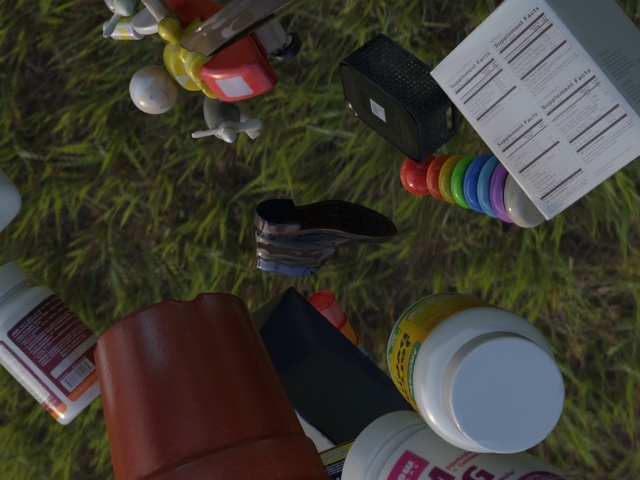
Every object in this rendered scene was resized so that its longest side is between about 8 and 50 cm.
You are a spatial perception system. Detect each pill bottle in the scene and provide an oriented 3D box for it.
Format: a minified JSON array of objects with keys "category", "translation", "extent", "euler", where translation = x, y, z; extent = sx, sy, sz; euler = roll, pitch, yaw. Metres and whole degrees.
[{"category":"pill bottle","translation":[0.127,0.109,0.819],"extent":[0.118,0.208,0.117],"euler":[0,93,-5]},{"category":"pill bottle","translation":[-0.388,-0.418,1.943],"extent":[0.083,0.043,0.043],"euler":[8,128,30]},{"category":"pill bottle","translation":[-0.392,0.142,1.383],"extent":[0.221,0.121,0.121],"euler":[46,120,-2]},{"category":"pill bottle","translation":[0.148,0.265,0.922],"extent":[0.160,0.283,0.160],"euler":[-6,101,-30]}]

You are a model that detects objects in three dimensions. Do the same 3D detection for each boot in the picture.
[{"category":"boot","translation":[0.000,0.000,1.483],"extent":[0.219,0.082,0.106],"euler":[6,130,-14]}]

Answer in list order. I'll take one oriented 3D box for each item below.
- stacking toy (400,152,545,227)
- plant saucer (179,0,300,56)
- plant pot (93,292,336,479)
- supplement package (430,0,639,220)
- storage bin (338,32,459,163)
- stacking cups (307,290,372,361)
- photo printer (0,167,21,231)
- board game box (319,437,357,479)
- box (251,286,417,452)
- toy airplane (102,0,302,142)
[{"category":"stacking toy","translation":[0.288,-0.120,1.907],"extent":[0.330,0.141,0.141],"euler":[16,137,46]},{"category":"plant saucer","translation":[-0.076,-0.340,1.406],"extent":[0.278,0.278,0.041],"euler":[-28,100,25]},{"category":"plant pot","translation":[-0.146,0.222,1.197],"extent":[0.272,0.265,0.272],"euler":[-18,158,-7]},{"category":"supplement package","translation":[0.336,-0.209,1.356],"extent":[0.262,0.199,0.198],"euler":[52,130,5]},{"category":"storage bin","translation":[0.120,-0.219,1.517],"extent":[0.180,0.084,0.122],"euler":[41,162,30]},{"category":"stacking cups","translation":[0.053,0.244,2.017],"extent":[0.096,0.096,0.316],"euler":[-16,124,19]},{"category":"photo printer","translation":[-0.463,-0.067,0.918],"extent":[0.256,0.107,0.307],"euler":[-42,74,-1]},{"category":"board game box","translation":[0.012,0.374,1.401],"extent":[0.170,0.141,0.048],"euler":[-23,160,13]},{"category":"box","translation":[-0.047,0.299,1.632],"extent":[0.343,0.179,0.312],"euler":[44,137,-11]},{"category":"toy airplane","translation":[-0.247,-0.346,1.752],"extent":[0.386,0.384,0.272],"euler":[41,81,0]}]
